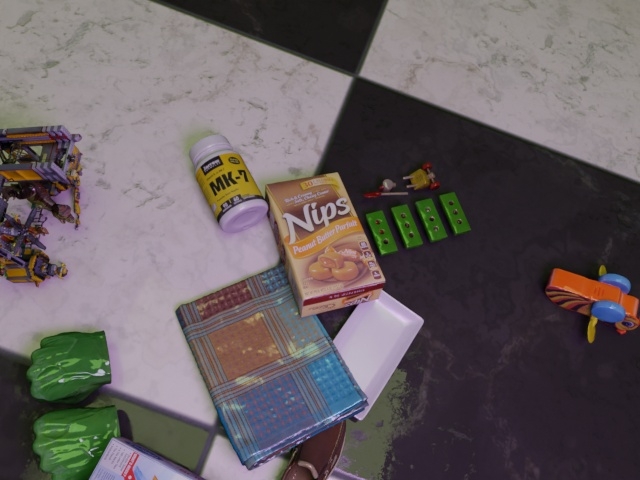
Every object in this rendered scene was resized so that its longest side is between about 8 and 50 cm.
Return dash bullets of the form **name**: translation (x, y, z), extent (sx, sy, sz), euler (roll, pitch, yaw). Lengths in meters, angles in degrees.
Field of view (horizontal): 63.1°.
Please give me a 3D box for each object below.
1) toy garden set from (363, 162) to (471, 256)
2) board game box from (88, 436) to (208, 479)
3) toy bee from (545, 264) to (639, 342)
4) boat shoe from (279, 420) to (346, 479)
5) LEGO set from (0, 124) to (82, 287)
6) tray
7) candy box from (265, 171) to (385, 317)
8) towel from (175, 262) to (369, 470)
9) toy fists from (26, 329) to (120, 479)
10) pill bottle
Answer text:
- **toy garden set**: translation (0.221, -0.078, 1.301), extent (0.244, 0.049, 0.204), euler (-14, 71, -15)
- **board game box**: translation (-0.277, 0.540, 0.846), extent (0.318, 0.066, 0.318), euler (24, 73, 7)
- **toy bee**: translation (0.685, 0.169, 1.233), extent (0.195, 0.162, 0.298), euler (-43, 54, -15)
- **boat shoe**: translation (-0.018, 0.435, 0.998), extent (0.095, 0.095, 0.257), euler (28, 64, 3)
- **LEGO set**: translation (-0.548, -0.072, 1.046), extent (0.192, 0.255, 0.331), euler (-2, 58, 7)
- **tray**: translation (0.101, 0.240, 1.144), extent (0.145, 0.030, 0.270), euler (36, 65, 6)
- **candy box**: translation (0.000, 0.000, 1.172), extent (0.183, 0.087, 0.316), euler (-11, 58, -15)
- **towel**: translation (-0.108, 0.235, 1.066), extent (0.271, 0.040, 0.370), euler (-22, 60, -20)
- **toy fists**: translation (-0.465, 0.306, 0.977), extent (0.142, 0.096, 0.279), euler (-5, 66, -29)
- **pill bottle**: translation (-0.217, -0.133, 1.206), extent (0.119, 0.119, 0.208), euler (-24, 72, -19)
